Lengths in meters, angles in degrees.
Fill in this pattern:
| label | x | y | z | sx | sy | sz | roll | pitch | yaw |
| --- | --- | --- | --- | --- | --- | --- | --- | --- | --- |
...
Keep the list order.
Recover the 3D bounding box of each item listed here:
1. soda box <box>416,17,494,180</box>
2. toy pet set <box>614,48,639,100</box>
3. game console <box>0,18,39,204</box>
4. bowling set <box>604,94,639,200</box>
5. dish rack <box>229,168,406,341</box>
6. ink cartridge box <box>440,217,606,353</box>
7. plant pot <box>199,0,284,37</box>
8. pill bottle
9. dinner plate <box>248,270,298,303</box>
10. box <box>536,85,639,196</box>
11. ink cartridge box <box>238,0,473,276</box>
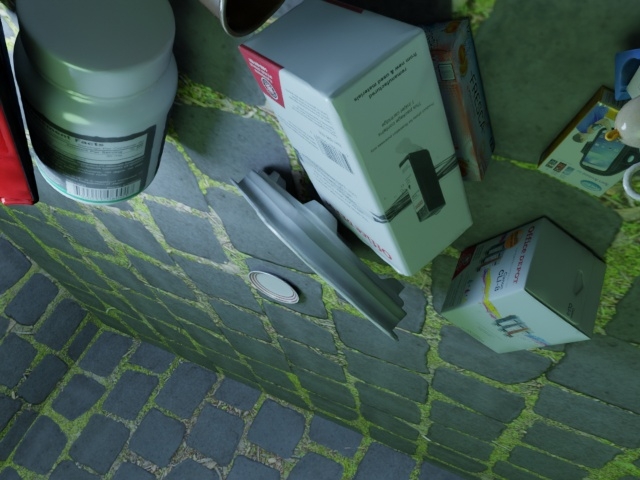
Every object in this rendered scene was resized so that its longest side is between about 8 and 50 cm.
| label | x | y | z | sx | sy | sz | roll | pitch | yaw |
| --- | --- | --- | --- | --- | --- | --- | --- | --- | --- |
| soda box | 0.147 | -0.151 | 0.595 | 0.058 | 0.062 | 0.183 | 9 | 146 | 33 |
| toy pet set | 0.328 | -0.147 | 0.471 | 0.114 | 0.065 | 0.122 | -11 | 151 | -3 |
| game console | -0.428 | -0.265 | 0.672 | 0.342 | 0.060 | 0.386 | -42 | 64 | 57 |
| bowling set | 0.368 | -0.093 | 0.403 | 0.287 | 0.154 | 0.200 | -23 | 165 | 18 |
| dish rack | 0.000 | 0.000 | 0.845 | 0.285 | 0.072 | 0.333 | 42 | 180 | -28 |
| ink cartridge box | 0.292 | 0.072 | 0.771 | 0.127 | 0.128 | 0.176 | 35 | 150 | -12 |
| plant pot | -0.099 | -0.304 | 0.471 | 0.165 | 0.167 | 0.167 | 38 | 152 | 0 |
| pill bottle | -0.318 | -0.207 | 0.762 | 0.204 | 0.204 | 0.361 | 33 | 152 | -9 |
| dinner plate | -0.115 | 0.113 | 1.319 | 0.141 | 0.017 | 0.141 | 22 | 151 | 13 |
| box | 0.304 | -0.099 | 0.582 | 0.081 | 0.028 | 0.136 | 25 | 150 | 4 |
| ink cartridge box | 0.049 | -0.114 | 0.608 | 0.197 | 0.114 | 0.272 | 44 | 169 | 44 |
